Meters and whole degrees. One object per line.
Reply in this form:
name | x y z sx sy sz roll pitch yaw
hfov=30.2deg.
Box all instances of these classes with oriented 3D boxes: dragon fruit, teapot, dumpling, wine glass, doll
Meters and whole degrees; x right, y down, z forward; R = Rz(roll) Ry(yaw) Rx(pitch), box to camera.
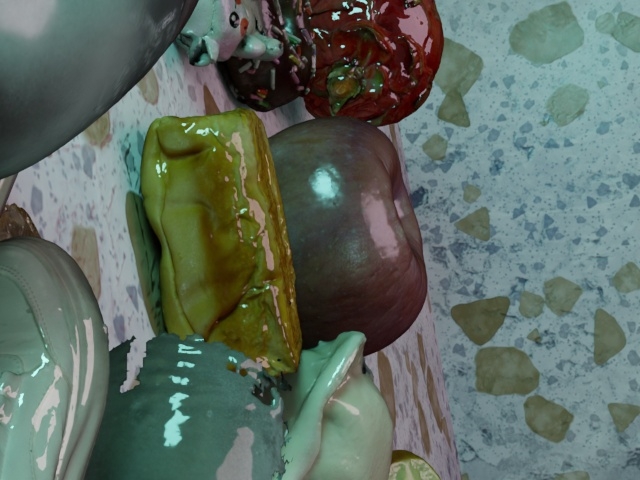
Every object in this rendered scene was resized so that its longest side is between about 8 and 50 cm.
dragon fruit | 0.061 -0.326 1.896 0.277 0.277 0.342 66 24 -43
teapot | -0.226 -0.113 0.728 0.312 0.233 0.315 -67 173 -55
dumpling | -0.028 0.251 1.336 0.243 0.187 0.318 -44 145 -42
wine glass | -0.120 0.243 0.891 0.190 0.190 0.357 64 25 -48
doll | -0.124 -0.276 1.433 0.192 0.095 0.149 -3 78 -63

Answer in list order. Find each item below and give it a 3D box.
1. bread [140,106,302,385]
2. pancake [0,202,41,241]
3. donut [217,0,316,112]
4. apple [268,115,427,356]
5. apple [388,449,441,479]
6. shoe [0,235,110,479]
bread | -0.101 0.007 1.247 0.167 0.132 0.294 -33 110 -76
pancake | -0.233 0.038 0.913 0.139 0.022 0.139 -10 90 -77
donut | -0.081 -0.309 1.644 0.269 0.103 0.270 -9 90 -77
apple | 0.000 0.000 1.454 0.306 0.235 0.306 -14 90 -78
apple | 0.090 0.391 1.668 0.195 0.160 0.173 -14 74 -37
shoe | -0.214 0.144 0.712 0.159 0.124 0.316 29 54 -69
